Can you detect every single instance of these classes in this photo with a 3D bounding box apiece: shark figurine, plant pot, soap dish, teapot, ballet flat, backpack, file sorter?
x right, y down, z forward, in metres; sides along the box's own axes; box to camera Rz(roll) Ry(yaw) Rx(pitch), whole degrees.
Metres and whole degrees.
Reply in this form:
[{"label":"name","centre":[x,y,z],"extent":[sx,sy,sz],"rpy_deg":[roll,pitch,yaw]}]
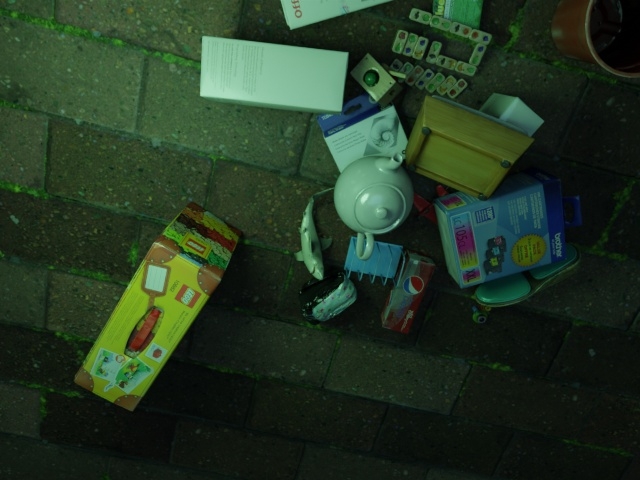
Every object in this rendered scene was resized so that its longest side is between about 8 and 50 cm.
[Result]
[{"label":"shark figurine","centre":[-0.008,-0.025,1.525],"extent":[0.116,0.166,0.278],"rpy_deg":[-2,94,-26]},{"label":"plant pot","centre":[0.734,-0.557,1.215],"extent":[0.272,0.265,0.272],"rpy_deg":[0,111,-1]},{"label":"soap dish","centre":[0.376,-0.237,1.291],"extent":[0.291,0.118,0.229],"rpy_deg":[25,154,7]},{"label":"teapot","centre":[0.158,-0.106,1.391],"extent":[0.252,0.187,0.256],"rpy_deg":[-29,117,11]},{"label":"ballet flat","centre":[0.675,0.131,1.568],"extent":[0.348,0.123,0.123],"rpy_deg":[-32,108,13]},{"label":"backpack","centre":[0.025,0.180,1.573],"extent":[0.182,0.152,0.115],"rpy_deg":[-37,122,9]},{"label":"file sorter","centre":[0.171,0.071,1.540],"extent":[0.170,0.104,0.118],"rpy_deg":[11,110,-4]}]

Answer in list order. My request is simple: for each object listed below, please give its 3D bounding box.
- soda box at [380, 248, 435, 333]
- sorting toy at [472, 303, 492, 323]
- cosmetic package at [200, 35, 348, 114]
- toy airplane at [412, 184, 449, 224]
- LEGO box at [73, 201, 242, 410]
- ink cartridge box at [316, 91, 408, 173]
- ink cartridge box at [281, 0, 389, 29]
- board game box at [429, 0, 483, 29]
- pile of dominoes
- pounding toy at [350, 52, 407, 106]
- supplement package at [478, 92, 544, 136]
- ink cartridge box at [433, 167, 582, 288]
[{"label":"soda box","centre":[0.283,0.168,1.588],"extent":[0.092,0.083,0.263],"rpy_deg":[16,111,-5]},{"label":"sorting toy","centre":[0.548,0.244,1.639],"extent":[0.061,0.042,0.102],"rpy_deg":[10,111,-4]},{"label":"cosmetic package","centre":[-0.117,-0.430,1.294],"extent":[0.366,0.197,0.155],"rpy_deg":[4,101,-3]},{"label":"toy airplane","centre":[0.350,-0.112,1.510],"extent":[0.151,0.028,0.151],"rpy_deg":[0,112,-1]},{"label":"LEGO box","centre":[-0.464,0.176,1.438],"extent":[0.193,0.372,0.500],"rpy_deg":[32,108,-12]},{"label":"ink cartridge box","centre":[0.130,-0.307,1.427],"extent":[0.223,0.045,0.224],"rpy_deg":[-25,109,9]},{"label":"ink cartridge box","centre":[0.036,-0.693,1.204],"extent":[0.306,0.131,0.226],"rpy_deg":[-12,131,5]},{"label":"board game box","centre":[0.373,-0.702,1.286],"extent":[0.136,0.030,0.259],"rpy_deg":[3,111,-3]},{"label":"pile of dominoes","centre":[0.320,-0.506,1.338],"extent":[0.251,0.040,0.196],"rpy_deg":[16,120,-5]},{"label":"pounding toy","centre":[0.165,-0.436,1.303],"extent":[0.100,0.141,0.130],"rpy_deg":[-44,82,19]},{"label":"supplement package","centre":[0.512,-0.332,1.346],"extent":[0.105,0.179,0.105],"rpy_deg":[36,107,-12]},{"label":"ink cartridge box","centre":[0.569,-0.047,1.462],"extent":[0.395,0.151,0.270],"rpy_deg":[-17,113,1]}]
